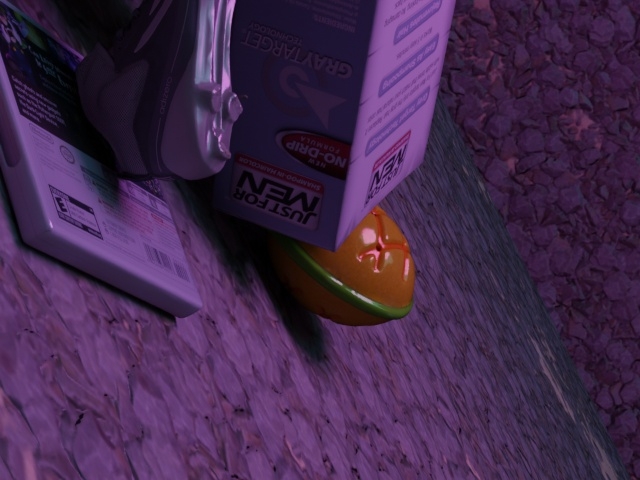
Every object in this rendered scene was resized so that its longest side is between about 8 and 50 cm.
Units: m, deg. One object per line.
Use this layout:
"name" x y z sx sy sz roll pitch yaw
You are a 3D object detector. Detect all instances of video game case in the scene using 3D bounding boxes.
"video game case" -0.144 -0.051 0.920 0.190 0.022 0.173 35 31 -63

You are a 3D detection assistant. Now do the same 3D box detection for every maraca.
"maraca" 0.000 0.000 1.243 0.185 0.099 0.127 38 18 -2

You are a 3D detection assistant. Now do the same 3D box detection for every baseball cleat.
"baseball cleat" -0.098 -0.137 0.933 0.072 0.109 0.206 41 49 -64

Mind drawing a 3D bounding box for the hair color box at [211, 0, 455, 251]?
"hair color box" 0.027 -0.202 1.127 0.185 0.113 0.375 -44 149 -54

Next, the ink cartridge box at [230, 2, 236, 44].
"ink cartridge box" -0.060 -0.201 1.290 0.090 0.143 0.092 44 23 -56
